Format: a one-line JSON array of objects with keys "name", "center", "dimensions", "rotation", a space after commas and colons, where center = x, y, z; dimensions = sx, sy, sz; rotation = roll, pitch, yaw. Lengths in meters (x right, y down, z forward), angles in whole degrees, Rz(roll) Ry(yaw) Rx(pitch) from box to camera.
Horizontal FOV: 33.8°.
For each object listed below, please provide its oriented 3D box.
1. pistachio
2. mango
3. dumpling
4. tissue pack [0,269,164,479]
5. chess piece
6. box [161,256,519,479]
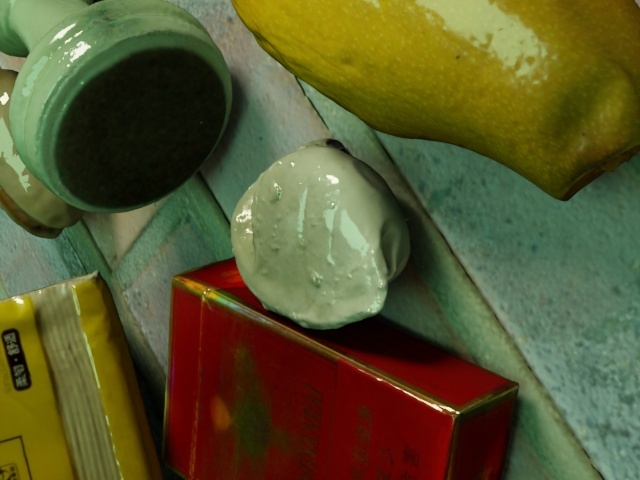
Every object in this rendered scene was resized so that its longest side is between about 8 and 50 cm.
[{"name": "pistachio", "center": [-0.302, -0.092, 1.083], "dimensions": [0.124, 0.124, 0.185], "rotation": [-30, 81, 42]}, {"name": "mango", "center": [0.076, -0.154, 0.707], "dimensions": [0.359, 0.144, 0.187], "rotation": [27, 128, 30]}, {"name": "dumpling", "center": [-0.001, -0.001, 0.836], "dimensions": [0.150, 0.092, 0.176], "rotation": [-45, 70, 26]}, {"name": "tissue pack", "center": [-0.270, 0.244, 1.007], "dimensions": [0.293, 0.228, 0.382], "rotation": [160, 97, -73]}, {"name": "chess piece", "center": [-0.229, -0.182, 0.970], "dimensions": [0.299, 0.194, 0.195], "rotation": [48, 128, 37]}, {"name": "box", "center": [0.000, 0.157, 0.875], "dimensions": [0.313, 0.089, 0.198], "rotation": [22, 116, 38]}]
